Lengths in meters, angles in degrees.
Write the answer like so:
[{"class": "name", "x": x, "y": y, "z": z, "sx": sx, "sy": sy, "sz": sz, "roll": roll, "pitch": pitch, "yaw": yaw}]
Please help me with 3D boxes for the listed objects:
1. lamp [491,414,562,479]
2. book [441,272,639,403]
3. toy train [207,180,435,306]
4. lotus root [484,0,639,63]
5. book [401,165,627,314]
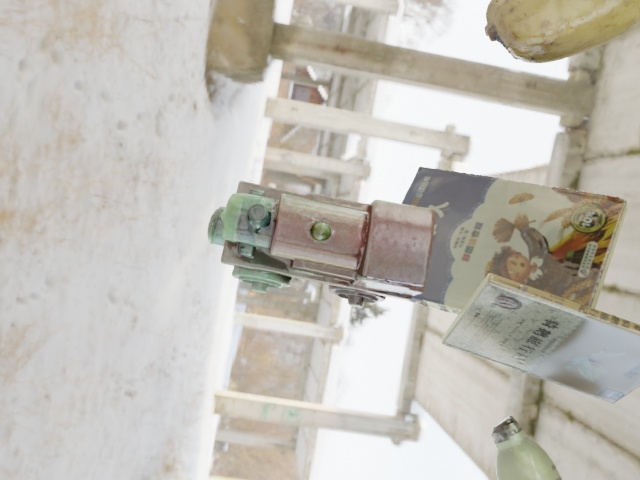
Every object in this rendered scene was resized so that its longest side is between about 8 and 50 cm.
[{"class": "lamp", "x": 0.348, "y": 0.408, "z": 1.236, "sx": 0.101, "sy": 0.101, "sz": 0.250, "roll": 117, "pitch": -50, "yaw": -71}, {"class": "book", "x": 0.370, "y": 0.161, "z": 1.200, "sx": 0.217, "sy": 0.310, "sz": 0.021, "roll": 109, "pitch": 0, "yaw": -54}, {"class": "toy train", "x": 0.000, "y": 0.000, "z": 1.005, "sx": 0.221, "sy": 0.304, "sz": 0.150, "roll": 122, "pitch": -22, "yaw": -80}, {"class": "lotus root", "x": 0.400, "y": -0.370, "z": 1.196, "sx": 0.146, "sy": 0.284, "sz": 0.160, "roll": 53, "pitch": 20, "yaw": -41}, {"class": "book", "x": 0.326, "y": 0.013, "z": 1.454, "sx": 0.300, "sy": 0.427, "sz": 0.039, "roll": -64, "pitch": 146, "yaw": -21}]
